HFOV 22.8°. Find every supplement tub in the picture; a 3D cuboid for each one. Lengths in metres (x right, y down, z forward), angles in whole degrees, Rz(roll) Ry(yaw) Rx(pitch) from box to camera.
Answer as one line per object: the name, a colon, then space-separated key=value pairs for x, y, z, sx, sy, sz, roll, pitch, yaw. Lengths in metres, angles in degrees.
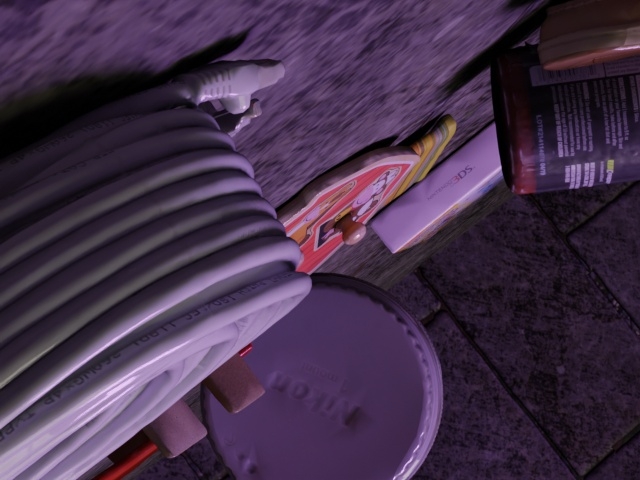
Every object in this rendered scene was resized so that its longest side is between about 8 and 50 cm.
supplement tub: x=0.222 y=-0.094 z=1.106 sx=0.197 sy=0.106 sz=0.106 roll=-7 pitch=175 yaw=2

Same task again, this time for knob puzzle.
knob puzzle: x=0.000 y=0.000 z=1.135 sx=0.213 sy=0.030 sz=0.213 roll=-38 pitch=167 yaw=-10

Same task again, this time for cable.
cable: x=-0.124 y=0.055 z=0.562 sx=0.257 sy=0.089 sz=0.257 roll=-41 pitch=174 yaw=33

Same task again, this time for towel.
towel: x=0.003 y=-0.017 z=1.212 sx=0.237 sy=0.021 sz=0.102 roll=-35 pitch=168 yaw=-24

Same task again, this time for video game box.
video game box: x=0.157 y=-0.070 z=1.646 sx=0.205 sy=0.048 sz=0.187 roll=-39 pitch=172 yaw=13

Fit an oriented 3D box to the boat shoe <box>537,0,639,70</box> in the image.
boat shoe: x=0.227 y=-0.180 z=1.031 sx=0.104 sy=0.089 sz=0.285 roll=-7 pitch=-164 yaw=43

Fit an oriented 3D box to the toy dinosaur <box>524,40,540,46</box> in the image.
toy dinosaur: x=0.191 y=-0.161 z=1.120 sx=0.090 sy=0.047 sz=0.082 roll=-28 pitch=157 yaw=1

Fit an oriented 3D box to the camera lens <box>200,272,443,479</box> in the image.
camera lens: x=0.006 y=0.141 z=1.491 sx=0.219 sy=0.219 sz=0.274 roll=-38 pitch=175 yaw=1

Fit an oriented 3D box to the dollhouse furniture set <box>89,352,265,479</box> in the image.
dollhouse furniture set: x=-0.181 y=0.183 z=1.048 sx=0.262 sy=0.135 sz=0.259 roll=-41 pitch=174 yaw=32

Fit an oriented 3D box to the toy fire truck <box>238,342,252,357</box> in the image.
toy fire truck: x=-0.144 y=0.123 z=1.273 sx=0.192 sy=0.047 sz=0.135 roll=-37 pitch=176 yaw=-6
